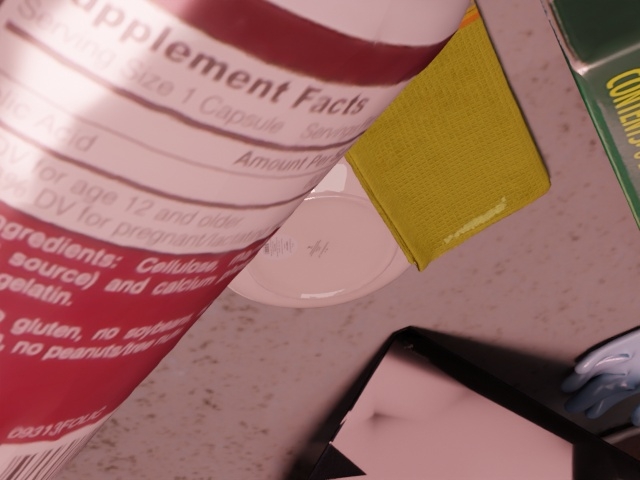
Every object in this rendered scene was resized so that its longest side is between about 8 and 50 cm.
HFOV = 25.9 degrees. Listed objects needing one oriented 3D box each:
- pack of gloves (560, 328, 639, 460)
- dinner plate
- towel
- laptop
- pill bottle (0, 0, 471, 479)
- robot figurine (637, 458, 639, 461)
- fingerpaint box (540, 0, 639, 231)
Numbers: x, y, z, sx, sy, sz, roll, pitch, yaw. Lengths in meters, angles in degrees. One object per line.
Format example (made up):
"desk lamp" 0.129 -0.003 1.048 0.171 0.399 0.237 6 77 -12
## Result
"pack of gloves" 0.300 0.114 1.016 0.232 0.046 0.195 -24 136 14
"dinner plate" 0.000 0.000 0.848 0.141 0.017 0.141 -5 137 -5
"towel" 0.054 -0.076 0.761 0.102 0.021 0.237 -29 136 4
"laptop" 0.096 0.213 1.022 0.234 0.137 0.264 31 155 1
"pill bottle" -0.092 -0.083 0.452 0.224 0.224 0.392 24 121 -33
"robot figurine" 0.331 0.174 1.021 0.211 0.085 0.291 14 139 -42
"fingerpaint box" 0.305 -0.100 0.621 0.371 0.163 0.445 -23 151 12
